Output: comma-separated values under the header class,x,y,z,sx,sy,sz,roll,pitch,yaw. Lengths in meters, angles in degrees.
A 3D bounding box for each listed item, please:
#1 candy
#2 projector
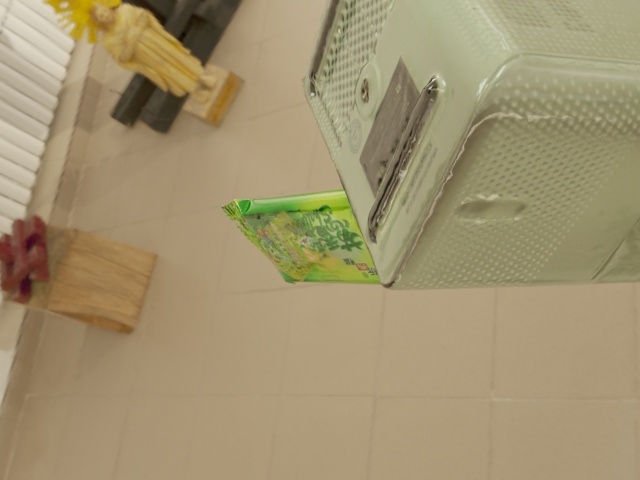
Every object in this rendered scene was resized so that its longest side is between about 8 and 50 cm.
class,x,y,z,sx,sy,sz,roll,pitch,yaw
candy,-0.001,0.001,0.635,0.178,0.102,0.032,-2,37,49
projector,0.129,-0.079,0.429,0.163,0.243,0.177,114,147,-44
